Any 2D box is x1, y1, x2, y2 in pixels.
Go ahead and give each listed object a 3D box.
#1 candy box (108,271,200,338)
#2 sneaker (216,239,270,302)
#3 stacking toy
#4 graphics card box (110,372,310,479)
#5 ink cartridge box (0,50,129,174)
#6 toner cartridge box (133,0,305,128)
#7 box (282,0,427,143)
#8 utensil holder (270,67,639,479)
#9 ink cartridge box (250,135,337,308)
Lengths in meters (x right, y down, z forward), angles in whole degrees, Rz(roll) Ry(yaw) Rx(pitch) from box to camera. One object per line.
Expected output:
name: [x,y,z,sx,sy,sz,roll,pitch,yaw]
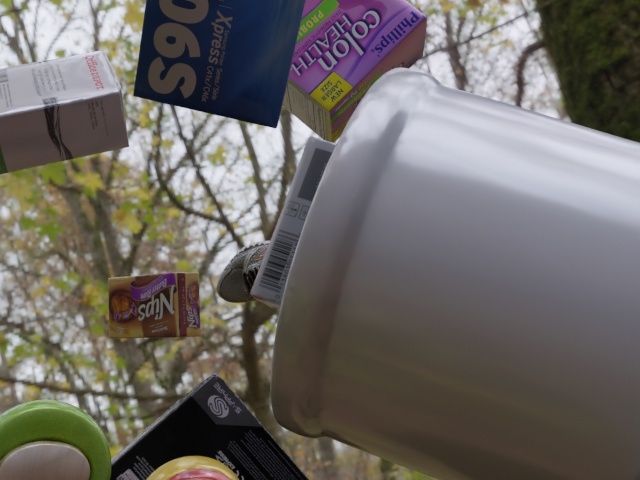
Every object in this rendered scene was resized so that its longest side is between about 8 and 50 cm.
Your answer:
candy box: [-0.285,0.112,1.620,0.187,0.109,0.053,-5,-5,41]
sneaker: [-0.072,0.041,1.413,0.225,0.088,0.093,-24,7,33]
stacking toy: [-0.221,0.308,0.866,0.309,0.279,0.130,-57,16,-14]
graphics card box: [-0.183,0.352,1.041,0.371,0.233,0.094,-42,-2,-21]
ink cartridge box: [-0.510,-0.233,1.730,0.289,0.211,0.121,-14,-55,-14]
toner cartridge box: [-0.087,-0.300,0.983,0.165,0.075,0.347,11,-60,-5]
box: [0.000,-0.310,1.447,0.213,0.243,0.117,-45,-15,-12]
utensil holder: [0.200,0.063,0.779,0.386,0.327,0.327,17,-13,14]
ink cartridge box: [0.000,0.000,0.856,0.045,0.145,0.179,18,-8,12]
